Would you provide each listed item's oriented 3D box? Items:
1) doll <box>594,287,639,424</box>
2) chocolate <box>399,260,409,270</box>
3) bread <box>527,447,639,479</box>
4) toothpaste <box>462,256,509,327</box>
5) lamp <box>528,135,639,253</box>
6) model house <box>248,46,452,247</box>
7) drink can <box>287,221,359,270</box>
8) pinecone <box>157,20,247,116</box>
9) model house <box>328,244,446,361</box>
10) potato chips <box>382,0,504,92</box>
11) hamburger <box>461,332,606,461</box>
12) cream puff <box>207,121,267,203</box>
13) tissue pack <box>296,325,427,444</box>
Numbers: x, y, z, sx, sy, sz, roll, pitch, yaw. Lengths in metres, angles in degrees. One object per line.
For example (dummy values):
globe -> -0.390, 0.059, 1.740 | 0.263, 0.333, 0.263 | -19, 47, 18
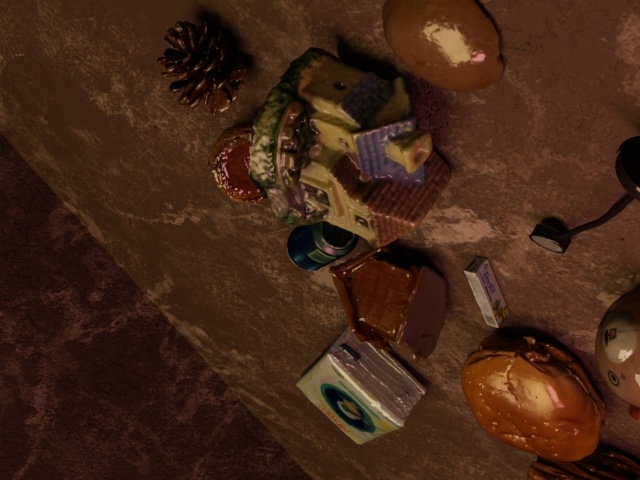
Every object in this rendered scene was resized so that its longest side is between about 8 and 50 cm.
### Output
doll -> 0.547, 0.141, 1.244 | 0.174, 0.234, 0.330 | 4, 152, -13
chocolate -> 0.151, 0.086, 1.880 | 0.086, 0.028, 0.182 | 53, 150, -15
bread -> 0.626, 0.574, 1.804 | 0.278, 0.167, 0.324 | 15, 152, 43
toothpaste -> 0.335, 0.107, 1.627 | 0.034, 0.046, 0.164 | 16, 144, 47
lamp -> 0.439, -0.059, 1.234 | 0.130, 0.108, 0.371 | 27, 167, 6
model house -> 0.062, -0.133, 1.403 | 0.266, 0.261, 0.321 | 25, 154, 28
drink can -> 0.000, 0.000, 1.856 | 0.118, 0.118, 0.205 | 46, 154, -7
pinecone -> -0.239, -0.348, 1.619 | 0.179, 0.150, 0.195 | 16, 141, 53
model house -> 0.145, 0.131, 1.777 | 0.229, 0.219, 0.199 | 26, 180, 31
potato chips -> 0.174, -0.296, 1.217 | 0.208, 0.062, 0.195 | 45, 153, -1
hamburger -> 0.440, 0.323, 1.678 | 0.290, 0.170, 0.314 | -3, 128, 48
cream puff -> -0.170, -0.188, 1.790 | 0.183, 0.183, 0.169 | 58, 176, -29
tissue pack -> 0.107, 0.419, 2.306 | 0.287, 0.162, 0.388 | 44, 154, 5
